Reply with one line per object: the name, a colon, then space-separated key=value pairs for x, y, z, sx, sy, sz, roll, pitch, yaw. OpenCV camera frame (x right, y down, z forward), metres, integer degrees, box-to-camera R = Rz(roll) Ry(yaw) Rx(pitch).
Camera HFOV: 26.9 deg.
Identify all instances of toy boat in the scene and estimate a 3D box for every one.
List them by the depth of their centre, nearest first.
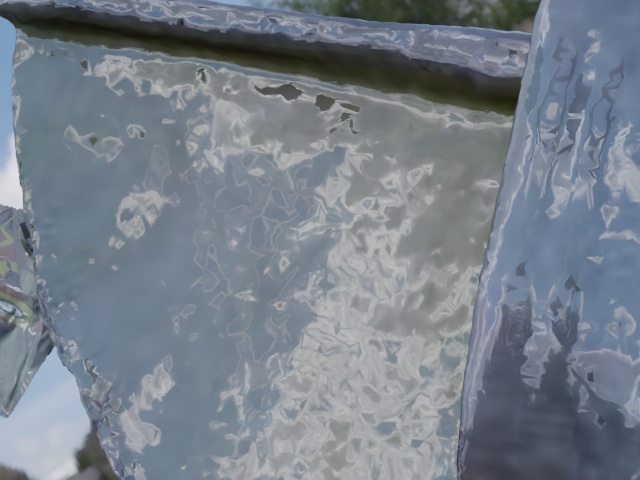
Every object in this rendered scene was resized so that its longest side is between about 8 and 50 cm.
toy boat: x=0.024 y=0.016 z=0.454 sx=0.293 sy=0.276 sz=0.111 roll=-10 pitch=-11 yaw=30

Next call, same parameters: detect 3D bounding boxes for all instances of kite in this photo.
kite: x=-0.269 y=0.009 z=0.905 sx=0.015 sy=0.245 sz=0.141 roll=-1 pitch=-63 yaw=-64
